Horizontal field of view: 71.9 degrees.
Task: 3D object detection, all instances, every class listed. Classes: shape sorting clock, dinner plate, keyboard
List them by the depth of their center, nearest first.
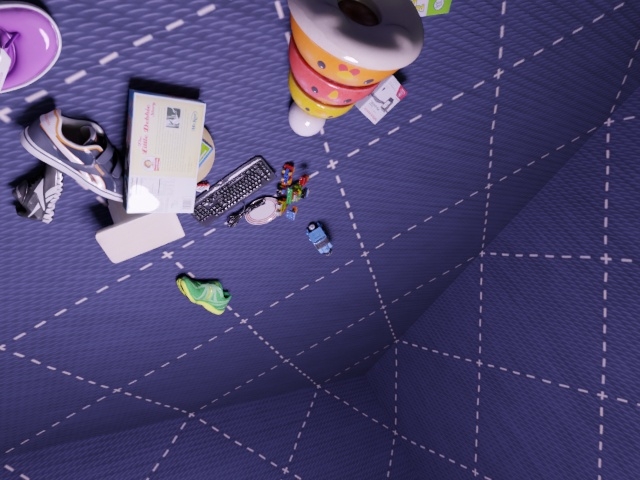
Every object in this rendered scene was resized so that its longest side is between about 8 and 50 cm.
[{"bbox_3d":[-0.410,-0.254,1.280,0.206,0.040,0.206,-17,123,-27],"label":"shape sorting clock"},{"bbox_3d":[-0.289,-0.144,1.545,0.317,0.033,0.201,-33,140,7],"label":"keyboard"},{"bbox_3d":[-0.218,-0.114,1.664,0.141,0.017,0.141,-19,143,-15],"label":"dinner plate"}]

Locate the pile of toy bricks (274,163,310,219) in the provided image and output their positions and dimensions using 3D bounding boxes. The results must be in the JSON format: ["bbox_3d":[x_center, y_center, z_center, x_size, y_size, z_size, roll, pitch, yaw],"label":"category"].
[{"bbox_3d":[-0.091,-0.181,1.617,0.105,0.118,0.212,-50,158,-53],"label":"pile of toy bricks"}]

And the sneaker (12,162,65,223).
[{"bbox_3d":[-0.760,-0.137,1.186,0.106,0.078,0.234,4,136,-43],"label":"sneaker"}]

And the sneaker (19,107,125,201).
[{"bbox_3d":[-0.593,-0.216,1.165,0.127,0.126,0.321,-35,146,12],"label":"sneaker"}]

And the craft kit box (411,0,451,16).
[{"bbox_3d":[0.266,-0.736,1.192,0.250,0.061,0.246,-17,146,-17],"label":"craft kit box"}]

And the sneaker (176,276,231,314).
[{"bbox_3d":[-0.480,0.205,1.828,0.123,0.109,0.295,-52,145,-6],"label":"sneaker"}]

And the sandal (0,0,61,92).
[{"bbox_3d":[-0.735,-0.348,0.910,0.416,0.102,0.169,-25,146,-4],"label":"sandal"}]

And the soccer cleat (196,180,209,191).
[{"bbox_3d":[-0.404,-0.173,1.444,0.083,0.029,0.035,-14,139,-29],"label":"soccer cleat"}]

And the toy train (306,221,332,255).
[{"bbox_3d":[0.000,0.000,1.890,0.080,0.105,0.184,-30,146,1],"label":"toy train"}]

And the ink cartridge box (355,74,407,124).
[{"bbox_3d":[0.194,-0.475,1.461,0.150,0.063,0.109,-43,144,18],"label":"ink cartridge box"}]

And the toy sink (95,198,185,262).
[{"bbox_3d":[-0.571,-0.059,1.378,0.234,0.131,0.152,-25,146,-16],"label":"toy sink"}]

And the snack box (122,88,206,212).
[{"bbox_3d":[-0.430,-0.233,1.209,0.187,0.060,0.322,-2,115,-36],"label":"snack box"}]

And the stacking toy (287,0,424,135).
[{"bbox_3d":[0.029,-0.455,1.218,0.351,0.350,0.480,-11,158,-25],"label":"stacking toy"}]
